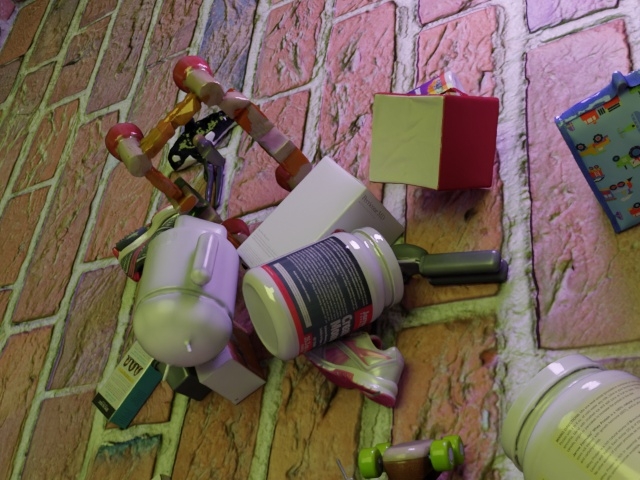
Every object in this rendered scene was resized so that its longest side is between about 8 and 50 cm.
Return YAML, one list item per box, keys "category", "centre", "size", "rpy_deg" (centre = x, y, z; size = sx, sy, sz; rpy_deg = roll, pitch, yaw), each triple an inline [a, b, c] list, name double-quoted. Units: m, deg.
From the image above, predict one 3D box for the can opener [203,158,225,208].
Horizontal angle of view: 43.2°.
- category: "can opener"
  centre: [-0.288, -0.163, 2.204]
  size: [0.059, 0.073, 0.186]
  rpy_deg: [-2, 52, -10]

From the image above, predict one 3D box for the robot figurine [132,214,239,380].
- category: "robot figurine"
  centre: [-0.276, 0.114, 1.680]
  size: [0.300, 0.199, 0.353]
  rpy_deg: [117, 161, -45]

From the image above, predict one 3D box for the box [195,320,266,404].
- category: "box"
  centre: [-0.211, 0.249, 1.773]
  size: [0.091, 0.130, 0.170]
  rpy_deg: [-37, 44, 8]

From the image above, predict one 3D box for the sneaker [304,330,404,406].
- category: "sneaker"
  centre: [0.068, 0.233, 1.597]
  size: [0.252, 0.103, 0.111]
  rpy_deg: [19, 68, 38]

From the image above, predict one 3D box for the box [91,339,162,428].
- category: "box"
  centre: [-0.438, 0.321, 1.951]
  size: [0.100, 0.060, 0.244]
  rpy_deg: [27, 78, 46]

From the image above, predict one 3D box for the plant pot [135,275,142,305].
- category: "plant pot"
  centre: [-0.323, 0.113, 1.890]
  size: [0.032, 0.236, 0.236]
  rpy_deg: [30, 81, 36]

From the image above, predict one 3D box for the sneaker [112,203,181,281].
- category: "sneaker"
  centre: [-0.406, -0.006, 2.142]
  size: [0.299, 0.121, 0.112]
  rpy_deg: [-36, 75, 16]

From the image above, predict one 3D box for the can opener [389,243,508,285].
- category: "can opener"
  centre: [0.235, 0.036, 1.617]
  size: [0.283, 0.076, 0.095]
  rpy_deg: [-6, 57, 34]

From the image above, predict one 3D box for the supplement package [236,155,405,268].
- category: "supplement package"
  centre: [0.000, 0.000, 1.755]
  size: [0.293, 0.177, 0.175]
  rpy_deg: [-47, 42, 1]

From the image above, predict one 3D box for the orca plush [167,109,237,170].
- category: "orca plush"
  centre: [-0.336, -0.312, 2.306]
  size: [0.287, 0.102, 0.151]
  rpy_deg: [-23, 48, 23]

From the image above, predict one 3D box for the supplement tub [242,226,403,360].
- category: "supplement tub"
  centre: [0.004, 0.098, 1.571]
  size: [0.272, 0.191, 0.191]
  rpy_deg: [-23, 39, -20]

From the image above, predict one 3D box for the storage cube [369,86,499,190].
- category: "storage cube"
  centre: [0.231, -0.208, 1.661]
  size: [0.183, 0.193, 0.215]
  rpy_deg: [12, 104, 43]

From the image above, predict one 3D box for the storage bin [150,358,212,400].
- category: "storage bin"
  centre: [-0.295, 0.296, 1.814]
  size: [0.098, 0.135, 0.091]
  rpy_deg: [-42, 54, 5]

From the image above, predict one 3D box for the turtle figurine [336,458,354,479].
- category: "turtle figurine"
  centre: [0.005, 0.480, 1.305]
  size: [0.197, 0.266, 0.275]
  rpy_deg: [-22, 61, -12]

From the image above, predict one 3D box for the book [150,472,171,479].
- category: "book"
  centre: [-0.347, 0.582, 1.712]
  size: [0.096, 0.035, 0.144]
  rpy_deg: [-41, 44, 12]

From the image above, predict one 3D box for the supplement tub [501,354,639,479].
- category: "supplement tub"
  centre: [0.435, 0.329, 1.125]
  size: [0.235, 0.235, 0.325]
  rpy_deg: [-48, 43, -1]

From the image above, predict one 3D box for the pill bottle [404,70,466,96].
- category: "pill bottle"
  centre: [0.233, -0.295, 1.839]
  size: [0.193, 0.108, 0.108]
  rpy_deg: [-25, 47, 23]

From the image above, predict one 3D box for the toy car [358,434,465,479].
- category: "toy car"
  centre: [0.166, 0.435, 1.366]
  size: [0.155, 0.149, 0.188]
  rpy_deg: [-12, 78, 21]

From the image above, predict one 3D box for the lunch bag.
- category: "lunch bag"
  centre: [0.542, -0.177, 1.370]
  size: [0.221, 0.293, 0.138]
  rpy_deg: [-27, 47, 20]

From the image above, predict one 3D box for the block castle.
- category: "block castle"
  centre: [-0.232, -0.177, 1.860]
  size: [0.303, 0.453, 0.213]
  rpy_deg: [-45, 37, 2]
